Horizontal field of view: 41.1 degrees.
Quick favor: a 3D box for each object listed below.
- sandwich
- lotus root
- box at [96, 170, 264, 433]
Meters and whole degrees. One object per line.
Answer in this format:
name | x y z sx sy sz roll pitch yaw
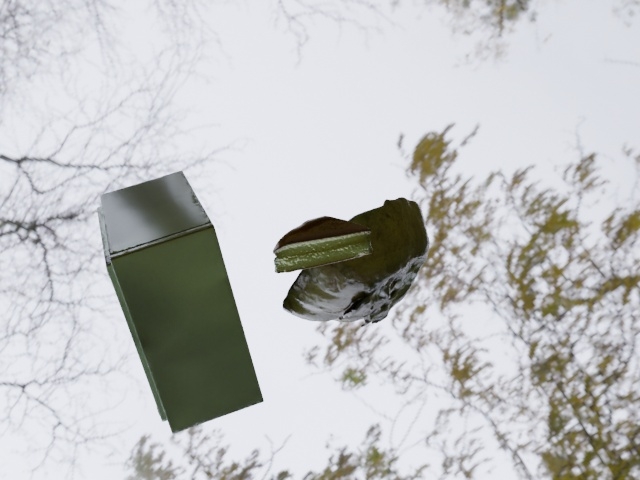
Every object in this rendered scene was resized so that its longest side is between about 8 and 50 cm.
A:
sandwich | 0.000 0.000 0.708 0.083 0.031 0.044 -10 -151 -1
lotus root | 0.056 0.044 0.975 0.183 0.204 0.078 -20 -117 -35
box | -0.173 0.066 1.010 0.117 0.225 0.225 -18 -156 -11
